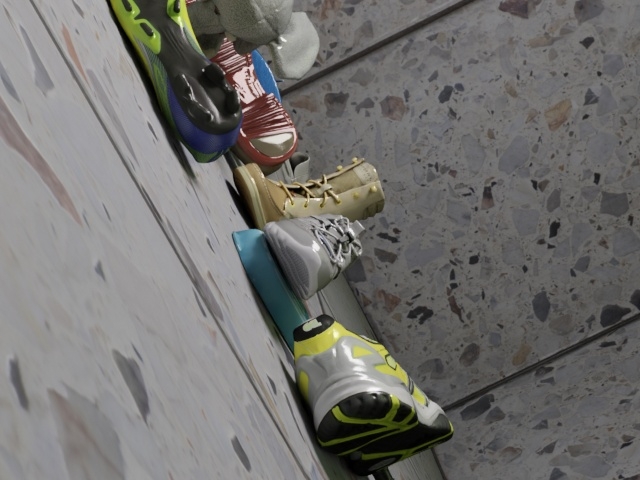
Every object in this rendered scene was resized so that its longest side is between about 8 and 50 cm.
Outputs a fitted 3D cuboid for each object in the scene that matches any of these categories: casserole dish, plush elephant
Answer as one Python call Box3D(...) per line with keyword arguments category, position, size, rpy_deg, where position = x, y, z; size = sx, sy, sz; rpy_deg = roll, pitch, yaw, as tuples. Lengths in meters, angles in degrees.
Box3D(category="casserole dish", position=(-0.056, 0.061, 1.470), size=(0.188, 0.037, 0.114), rpy_deg=(61, 3, -27))
Box3D(category="plush elephant", position=(-0.126, -0.355, 1.634), size=(0.255, 0.330, 0.271), rpy_deg=(-84, 153, -49))

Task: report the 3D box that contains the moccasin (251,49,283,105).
Box3D(category="moccasin", position=(-0.154, -0.306, 2.026), size=(0.117, 0.138, 0.342), rpy_deg=(77, -12, -82))

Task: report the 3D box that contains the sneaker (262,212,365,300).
Box3D(category="sneaker", position=(0.000, 0.000, 1.472), size=(0.105, 0.115, 0.281), rpy_deg=(63, 2, -5))

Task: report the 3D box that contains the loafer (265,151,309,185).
Box3D(category="loafer", position=(-0.066, -0.127, 2.232), size=(0.319, 0.111, 0.112), rpy_deg=(62, 3, -30))

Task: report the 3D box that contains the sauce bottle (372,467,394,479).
Box3D(category="sauce bottle", position=(0.067, 0.289, 1.616), size=(0.042, 0.042, 0.128), rpy_deg=(31, 34, -85))

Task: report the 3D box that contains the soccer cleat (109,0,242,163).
Box3D(category="soccer cleat", position=(-0.185, -0.218, 1.367), size=(0.289, 0.093, 0.121), rpy_deg=(60, -29, 19))

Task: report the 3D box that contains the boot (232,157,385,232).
Box3D(category="boot", position=(-0.011, -0.072, 1.752), size=(0.095, 0.203, 0.262), rpy_deg=(65, 1, 31))

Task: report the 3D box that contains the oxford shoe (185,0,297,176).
Box3D(category="oxford shoe", position=(-0.167, -0.255, 1.893), size=(0.348, 0.123, 0.130), rpy_deg=(63, -24, 9))

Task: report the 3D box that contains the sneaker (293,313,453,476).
Box3D(category="sneaker", position=(0.066, 0.194, 1.433), size=(0.384, 0.145, 0.147), rpy_deg=(61, 4, -66))
